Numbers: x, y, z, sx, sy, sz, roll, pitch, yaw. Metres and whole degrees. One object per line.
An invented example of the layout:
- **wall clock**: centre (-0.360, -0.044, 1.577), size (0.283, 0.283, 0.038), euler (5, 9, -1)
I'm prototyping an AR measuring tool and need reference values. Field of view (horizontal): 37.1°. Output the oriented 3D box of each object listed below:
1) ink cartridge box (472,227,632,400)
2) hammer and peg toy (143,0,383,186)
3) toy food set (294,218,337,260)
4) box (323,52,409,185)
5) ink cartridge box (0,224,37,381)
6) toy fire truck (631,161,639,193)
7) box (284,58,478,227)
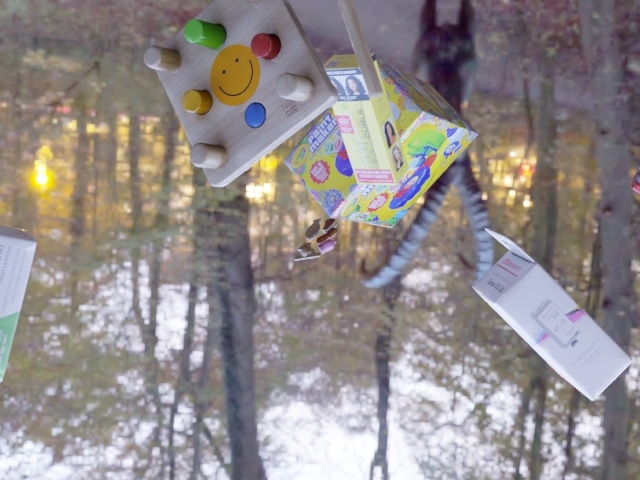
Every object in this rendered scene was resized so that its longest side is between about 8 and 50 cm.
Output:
- **ink cartridge box**: centre (0.244, 0.079, 1.075), size (0.198, 0.067, 0.115), euler (45, -179, -6)
- **hammer and peg toy**: centre (-0.081, -0.271, 1.426), size (0.361, 0.266, 0.127), euler (-33, 163, 26)
- **toy food set**: centre (0.000, 0.000, 1.744), size (0.078, 0.019, 0.122), euler (-10, -146, 33)
- **box**: centre (0.077, -0.205, 1.632), size (0.087, 0.232, 0.058), euler (5, -140, 33)
- **ink cartridge box**: centre (-0.412, 0.045, 0.953), size (0.212, 0.154, 0.093), euler (15, -178, -25)
- **toy fire truck**: centre (0.490, -0.107, 1.167), size (0.135, 0.192, 0.047), euler (32, -147, 3)
- **box**: centre (0.131, -0.198, 2.018), size (0.177, 0.290, 0.279), euler (51, -158, 25)
